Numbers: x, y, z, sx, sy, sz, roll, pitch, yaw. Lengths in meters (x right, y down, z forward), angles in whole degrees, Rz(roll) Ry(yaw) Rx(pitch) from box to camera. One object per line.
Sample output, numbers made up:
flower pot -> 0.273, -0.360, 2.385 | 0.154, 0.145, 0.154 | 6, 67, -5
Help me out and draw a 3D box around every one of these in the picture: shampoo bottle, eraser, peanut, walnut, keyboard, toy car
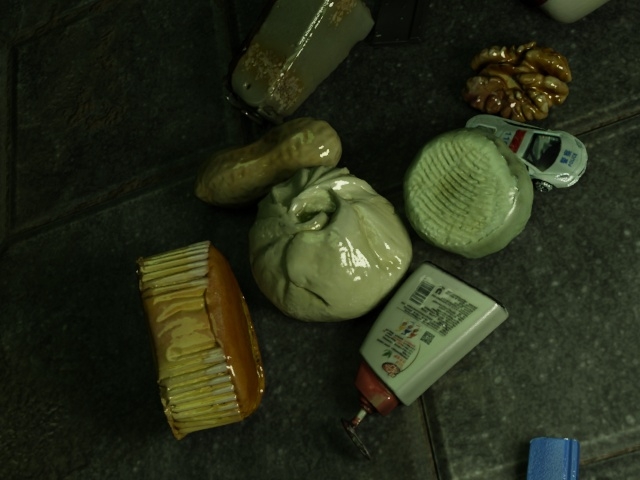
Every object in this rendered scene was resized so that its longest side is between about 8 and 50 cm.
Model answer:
shampoo bottle -> 0.123, 0.173, 1.524 | 0.153, 0.071, 0.284 | 34, 82, 33
eraser -> 0.302, 0.300, 1.391 | 0.063, 0.027, 0.084 | -2, 62, 26
peanut -> -0.091, -0.129, 1.768 | 0.275, 0.111, 0.125 | -17, 27, 19
walnut -> 0.305, -0.255, 1.681 | 0.170, 0.069, 0.143 | 6, 64, 25
keyboard -> 0.163, -0.474, 1.902 | 0.101, 0.018, 0.309 | -1, 62, 27
toy car -> 0.303, -0.137, 1.622 | 0.205, 0.056, 0.095 | 17, 70, 33

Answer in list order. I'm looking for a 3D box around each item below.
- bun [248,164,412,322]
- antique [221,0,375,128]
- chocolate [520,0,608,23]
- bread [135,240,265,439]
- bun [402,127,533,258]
bun -> 0.000, 0.000, 1.625 | 0.259, 0.160, 0.259 | -11, 62, 21
antique -> -0.050, -0.332, 1.860 | 0.125, 0.150, 0.284 | 38, 91, 35
chocolate -> 0.363, -0.462, 1.672 | 0.186, 0.284, 0.283 | -37, 51, 25
bread -> -0.176, 0.147, 1.615 | 0.156, 0.204, 0.288 | -13, 59, -2
bun -> 0.222, -0.067, 1.575 | 0.195, 0.118, 0.195 | -5, 80, 29
